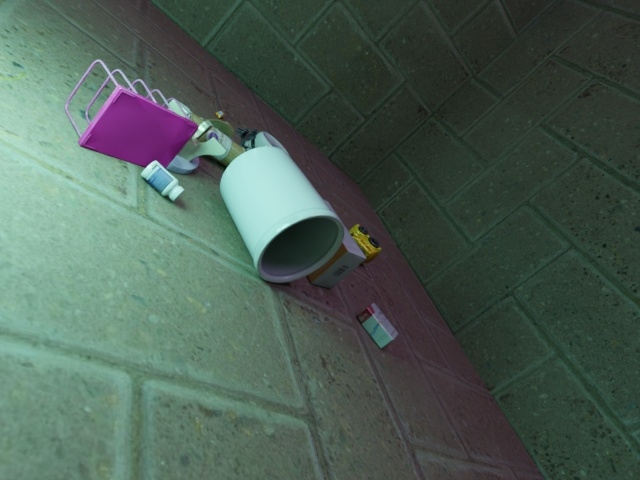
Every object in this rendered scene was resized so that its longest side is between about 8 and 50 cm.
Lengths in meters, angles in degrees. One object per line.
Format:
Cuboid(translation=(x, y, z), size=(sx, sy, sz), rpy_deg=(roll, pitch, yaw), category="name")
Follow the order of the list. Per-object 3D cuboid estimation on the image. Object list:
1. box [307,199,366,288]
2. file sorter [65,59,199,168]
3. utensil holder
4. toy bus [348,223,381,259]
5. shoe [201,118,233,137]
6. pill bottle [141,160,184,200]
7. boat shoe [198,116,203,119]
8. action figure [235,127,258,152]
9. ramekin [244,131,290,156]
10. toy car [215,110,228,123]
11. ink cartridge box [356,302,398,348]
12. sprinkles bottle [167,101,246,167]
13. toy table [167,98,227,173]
Cuboid(translation=(0.000, 0.000, 1.867), size=(0.168, 0.215, 0.345), rpy_deg=(22, 30, -55), category="box")
Cuboid(translation=(-0.568, -0.372, 1.309), size=(0.182, 0.202, 0.290), rpy_deg=(52, 17, 23), category="file sorter")
Cuboid(translation=(-0.148, -0.100, 1.538), size=(0.327, 0.327, 0.386), rpy_deg=(24, 27, -54), category="utensil holder")
Cuboid(translation=(0.206, 0.033, 2.488), size=(0.220, 0.149, 0.211), rpy_deg=(50, 32, 14), category="toy bus")
Cuboid(translation=(-0.487, -0.490, 1.884), size=(0.218, 0.077, 0.058), rpy_deg=(6, 9, -20), category="shoe")
Cuboid(translation=(-0.479, -0.179, 1.324), size=(0.120, 0.067, 0.067), rpy_deg=(44, 17, -13), category="pill bottle")
Cuboid(translation=(-0.545, -0.525, 1.949), size=(0.170, 0.059, 0.063), rpy_deg=(52, 16, 11), category="boat shoe")
Cuboid(translation=(-0.336, -0.388, 2.038), size=(0.164, 0.141, 0.276), rpy_deg=(27, -34, 25), category="action figure")
Cuboid(translation=(-0.282, -0.481, 2.397), size=(0.273, 0.127, 0.273), rpy_deg=(43, 17, -16), category="ramekin")
Cuboid(translation=(-0.519, -0.656, 2.347), size=(0.122, 0.040, 0.060), rpy_deg=(52, 17, 15), category="toy car")
Cuboid(translation=(0.250, 0.372, 1.908), size=(0.175, 0.072, 0.127), rpy_deg=(52, 16, 12), category="ink cartridge box")
Cuboid(translation=(-0.472, -0.421, 1.795), size=(0.355, 0.121, 0.121), rpy_deg=(31, 24, -46), category="sprinkles bottle")
Cuboid(translation=(-0.480, -0.359, 1.567), size=(0.252, 0.161, 0.274), rpy_deg=(41, 17, -23), category="toy table")
